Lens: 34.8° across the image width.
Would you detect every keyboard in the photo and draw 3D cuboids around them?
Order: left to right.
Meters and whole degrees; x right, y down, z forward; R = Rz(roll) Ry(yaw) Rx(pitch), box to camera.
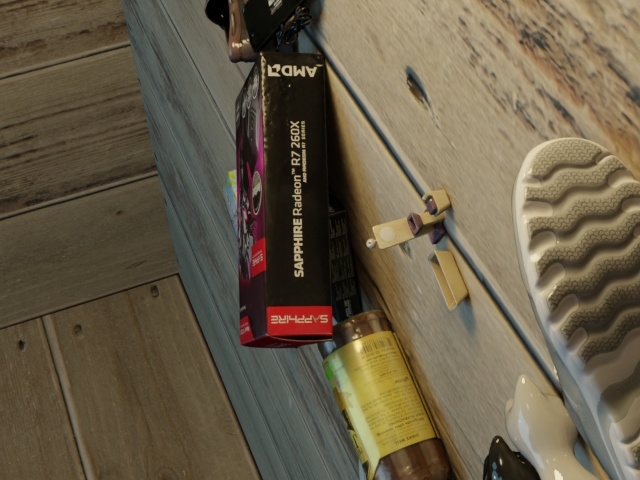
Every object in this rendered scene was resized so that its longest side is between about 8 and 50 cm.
[{"bbox_3d":[-0.042,-0.299,1.305,0.192,0.038,0.100,-31,70,60],"label":"keyboard"}]

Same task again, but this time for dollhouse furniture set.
[{"bbox_3d":[0.102,0.021,1.055,0.091,0.081,0.114,114,137,-71],"label":"dollhouse furniture set"}]

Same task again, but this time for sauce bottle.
[{"bbox_3d":[0.100,0.263,1.313,0.111,0.111,0.344,101,150,-64],"label":"sauce bottle"}]

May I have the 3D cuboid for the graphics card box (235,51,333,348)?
[{"bbox_3d":[-0.054,-0.043,1.374,0.233,0.094,0.370,147,123,-75],"label":"graphics card box"}]

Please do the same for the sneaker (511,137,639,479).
[{"bbox_3d":[0.189,0.068,0.710,0.115,0.105,0.281,168,84,-77],"label":"sneaker"}]

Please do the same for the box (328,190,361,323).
[{"bbox_3d":[0.000,0.000,1.530,0.184,0.045,0.190,-123,19,-55],"label":"box"}]

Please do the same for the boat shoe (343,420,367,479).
[{"bbox_3d":[0.090,0.300,1.496,0.070,0.078,0.219,43,152,54],"label":"boat shoe"}]

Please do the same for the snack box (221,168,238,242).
[{"bbox_3d":[-0.124,-0.025,1.950,0.174,0.070,0.207,132,122,-75],"label":"snack box"}]

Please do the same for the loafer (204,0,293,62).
[{"bbox_3d":[-0.130,-0.348,1.500,0.302,0.095,0.109,-123,19,-48],"label":"loafer"}]

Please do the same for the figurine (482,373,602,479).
[{"bbox_3d":[0.208,0.247,0.923,0.215,0.092,0.209,93,160,-54],"label":"figurine"}]
